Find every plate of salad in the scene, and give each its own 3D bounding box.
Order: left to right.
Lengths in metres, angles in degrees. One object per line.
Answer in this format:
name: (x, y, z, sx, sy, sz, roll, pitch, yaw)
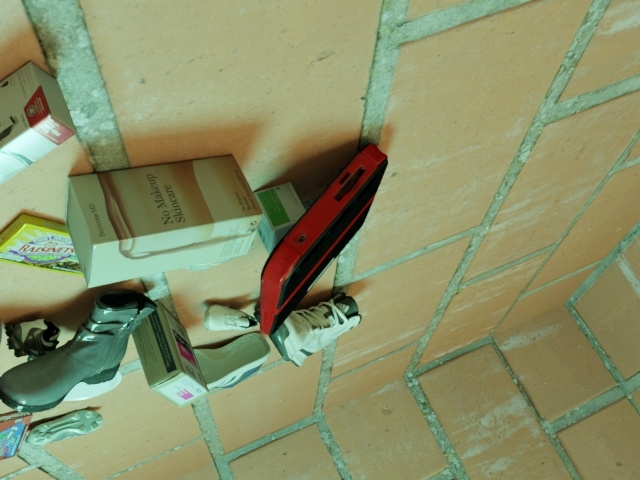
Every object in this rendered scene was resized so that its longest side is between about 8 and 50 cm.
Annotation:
plate of salad: (-0.601, 0.351, 1.735, 0.199, 0.048, 0.200, -13, 148, -8)

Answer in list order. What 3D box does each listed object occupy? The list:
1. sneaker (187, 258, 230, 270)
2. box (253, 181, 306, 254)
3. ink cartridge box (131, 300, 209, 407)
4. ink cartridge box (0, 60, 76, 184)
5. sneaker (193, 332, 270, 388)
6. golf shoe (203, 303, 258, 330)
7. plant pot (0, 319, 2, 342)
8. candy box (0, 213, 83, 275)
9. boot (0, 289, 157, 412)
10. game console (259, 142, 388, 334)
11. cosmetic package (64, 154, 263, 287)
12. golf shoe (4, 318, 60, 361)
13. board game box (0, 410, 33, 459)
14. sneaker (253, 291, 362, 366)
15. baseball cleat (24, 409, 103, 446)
sneaker: (-0.265, 0.025, 1.392, 0.262, 0.099, 0.121, -3, 150, -40)
box: (-0.084, -0.045, 1.424, 0.087, 0.101, 0.102, -19, 154, -19)
ink cartridge box: (-0.362, 0.277, 1.657, 0.088, 0.193, 0.235, -25, 156, -5)
ink cartridge box: (-0.400, -0.151, 0.903, 0.135, 0.099, 0.056, -32, 155, 8)
sneaker: (-0.310, 0.381, 1.984, 0.350, 0.131, 0.148, -11, 146, -33)
golf shoe: (-0.226, 0.199, 1.761, 0.086, 0.069, 0.176, 1, 175, 26)
plant pot: (-0.648, 0.171, 1.188, 0.201, 0.201, 0.180, -17, 169, -21)
candy box: (-0.474, 0.012, 1.232, 0.105, 0.027, 0.206, -39, 153, 17)
boot: (-0.492, 0.205, 1.412, 0.223, 0.118, 0.338, -57, 169, 17)
game console: (0.000, 0.000, 1.464, 0.386, 0.060, 0.342, -49, 170, -26)
cosmetic package: (-0.270, -0.039, 1.194, 0.296, 0.153, 0.129, -14, 150, -30)
golf shoe: (-0.587, 0.224, 1.470, 0.093, 0.077, 0.198, -23, 156, -10)
board game box: (-0.864, 0.531, 1.842, 0.145, 0.027, 0.281, -7, 148, -36)
sneaker: (-0.026, 0.212, 1.960, 0.257, 0.169, 0.447, -36, 164, -3)
baseball cleat: (-0.724, 0.526, 1.947, 0.205, 0.072, 0.109, -3, 162, -39)
